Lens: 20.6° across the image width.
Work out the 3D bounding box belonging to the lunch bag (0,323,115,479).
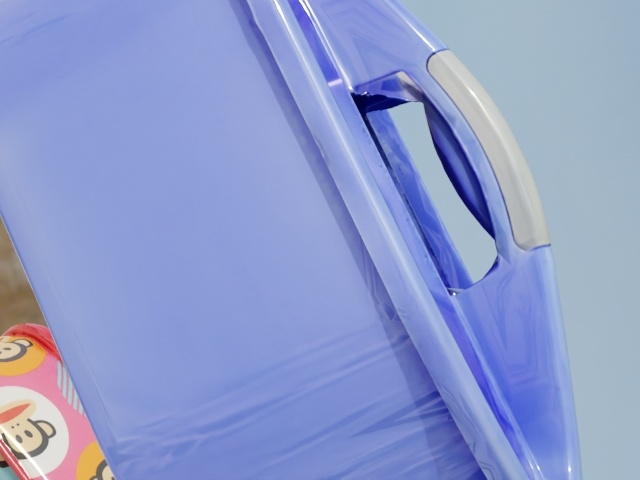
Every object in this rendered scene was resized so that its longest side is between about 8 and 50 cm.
[{"bbox_3d":[-0.202,0.225,1.176,0.258,0.120,0.293,50,-47,13],"label":"lunch bag"}]

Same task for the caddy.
[{"bbox_3d":[0.000,0.000,0.720,0.341,0.179,0.241,65,8,13],"label":"caddy"}]
